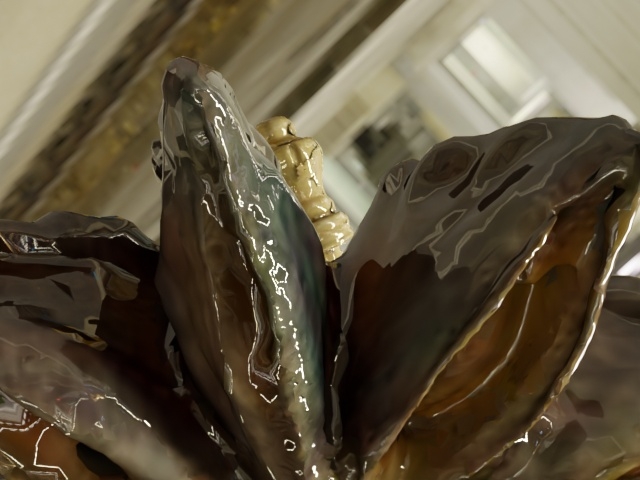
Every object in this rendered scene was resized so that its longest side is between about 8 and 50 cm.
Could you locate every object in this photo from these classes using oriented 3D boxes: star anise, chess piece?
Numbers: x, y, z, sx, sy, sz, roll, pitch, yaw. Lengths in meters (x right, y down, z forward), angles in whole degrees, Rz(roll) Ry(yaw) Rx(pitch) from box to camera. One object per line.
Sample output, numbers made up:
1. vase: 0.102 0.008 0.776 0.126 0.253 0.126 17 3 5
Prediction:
1. star anise: -0.007 0.071 0.564 0.332 0.332 0.117 -43 -149 17
2. chess piece: -0.001 0.000 1.105 0.060 0.172 0.060 -21 -178 1
